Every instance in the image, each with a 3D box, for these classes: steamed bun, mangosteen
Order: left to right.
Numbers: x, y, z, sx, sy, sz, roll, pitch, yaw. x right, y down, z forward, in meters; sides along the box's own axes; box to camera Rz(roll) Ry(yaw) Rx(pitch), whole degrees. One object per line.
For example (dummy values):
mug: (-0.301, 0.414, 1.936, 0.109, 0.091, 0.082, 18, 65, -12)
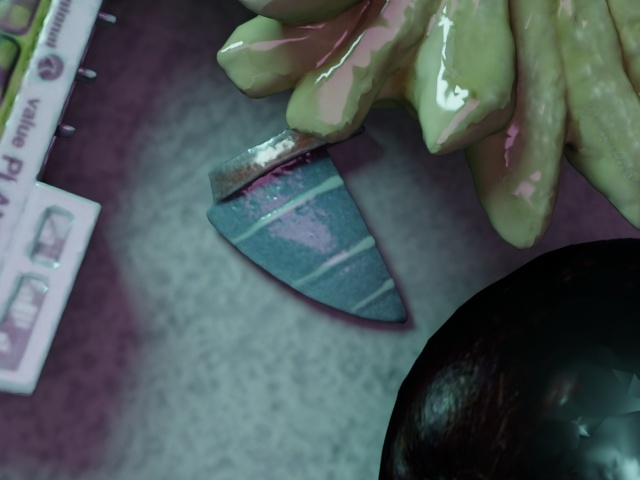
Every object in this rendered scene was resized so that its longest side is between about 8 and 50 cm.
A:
steamed bun: (0.062, -0.141, 0.588, 0.428, 0.189, 0.247, 11, 104, -28)
mangosteen: (0.163, 0.138, 0.616, 0.287, 0.287, 0.233, 40, 96, -5)

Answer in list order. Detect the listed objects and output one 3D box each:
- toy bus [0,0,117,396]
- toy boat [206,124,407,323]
toy bus: (-0.159, -0.077, 0.638, 0.139, 0.113, 0.302, 20, 83, -11)
toy boat: (0.000, 0.001, 0.695, 0.096, 0.034, 0.122, -27, 93, -3)
